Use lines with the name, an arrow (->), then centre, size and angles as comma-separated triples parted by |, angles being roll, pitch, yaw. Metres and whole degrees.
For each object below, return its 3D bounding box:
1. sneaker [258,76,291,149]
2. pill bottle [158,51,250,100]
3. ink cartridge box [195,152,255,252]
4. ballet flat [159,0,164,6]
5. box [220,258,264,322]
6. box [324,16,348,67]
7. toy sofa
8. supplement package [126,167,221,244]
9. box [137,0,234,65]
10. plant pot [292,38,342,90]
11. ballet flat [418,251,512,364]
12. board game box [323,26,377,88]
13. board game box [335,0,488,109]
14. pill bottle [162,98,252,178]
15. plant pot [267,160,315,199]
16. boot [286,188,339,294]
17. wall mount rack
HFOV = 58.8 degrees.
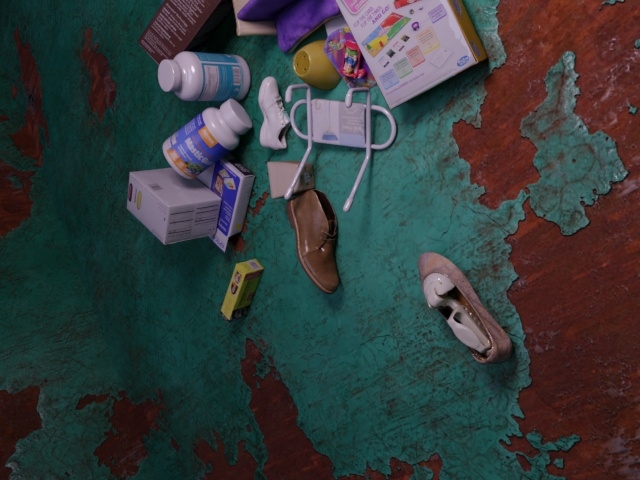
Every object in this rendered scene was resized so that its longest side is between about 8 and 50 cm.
sneaker -> -0.126, -0.374, 1.681 | 0.094, 0.080, 0.212 | 16, 118, 31
pill bottle -> -0.357, -0.501, 1.743 | 0.146, 0.264, 0.146 | 13, 108, 45
ink cartridge box -> -0.364, -0.166, 1.981 | 0.304, 0.072, 0.307 | 41, 128, 32
ballet flat -> -0.493, -0.763, 1.939 | 0.123, 0.123, 0.348 | 17, 108, 44
box -> -0.270, 0.173, 1.945 | 0.058, 0.087, 0.232 | 43, 126, 29
box -> 0.091, -0.619, 1.393 | 0.232, 0.059, 0.321 | -17, 88, 48
toy sofa -> -0.092, -0.612, 1.458 | 0.363, 0.150, 0.176 | 0, 101, 62
supplement package -> -0.503, -0.125, 1.938 | 0.262, 0.204, 0.145 | 36, 124, 34
box -> -0.371, -0.698, 1.711 | 0.381, 0.191, 0.143 | -33, 105, 37
plant pot -> -0.016, -0.470, 1.514 | 0.134, 0.095, 0.134 | 12, 108, 44
ballet flat -> 0.312, 0.151, 1.306 | 0.316, 0.106, 0.107 | 51, 131, 26
board game box -> 0.079, -0.439, 1.398 | 0.133, 0.033, 0.168 | -13, 126, 47
board game box -> 0.187, -0.482, 1.244 | 0.242, 0.064, 0.316 | -20, 101, 43
pill bottle -> -0.356, -0.329, 1.816 | 0.272, 0.152, 0.152 | -32, 74, 19
plant pot -> -0.078, -0.182, 1.648 | 0.096, 0.109, 0.108 | -4, 97, 34
boot -> 0.000, 0.000, 1.610 | 0.115, 0.112, 0.305 | -27, 78, 36
wall mount rack -> 0.019, -0.249, 1.487 | 0.350, 0.131, 0.303 | 15, 116, 37
